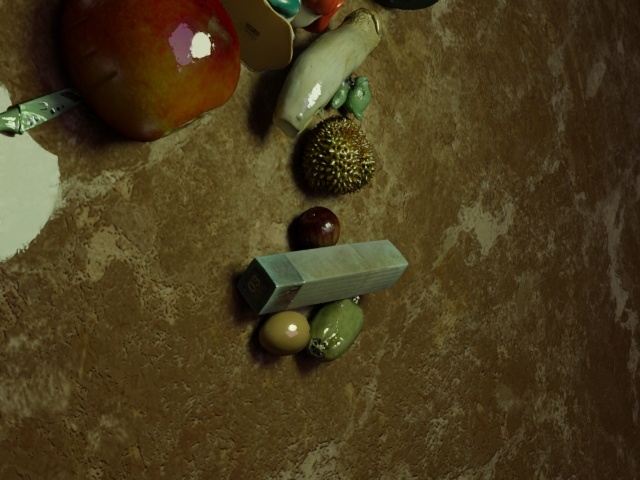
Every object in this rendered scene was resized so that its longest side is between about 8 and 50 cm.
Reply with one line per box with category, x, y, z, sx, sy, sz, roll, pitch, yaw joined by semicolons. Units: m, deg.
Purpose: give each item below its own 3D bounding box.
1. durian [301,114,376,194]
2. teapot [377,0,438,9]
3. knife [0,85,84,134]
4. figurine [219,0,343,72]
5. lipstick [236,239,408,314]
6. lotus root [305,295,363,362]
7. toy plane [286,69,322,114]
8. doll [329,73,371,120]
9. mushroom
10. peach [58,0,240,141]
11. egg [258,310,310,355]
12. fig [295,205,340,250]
durian;0.035;-0.158;1.940;0.158;0.136;0.168;-55;137;-66
teapot;0.224;-0.655;2.184;0.270;0.200;0.337;13;70;-4
knife;-0.434;-0.166;1.432;0.293;0.019;0.043;-38;110;-50
figurine;-0.051;-0.433;1.825;0.257;0.181;0.208;-52;144;-43
lipstick;0.013;0.062;1.873;0.371;0.080;0.076;-6;49;-48
lotus root;0.029;0.159;1.914;0.090;0.077;0.183;46;40;-7
toy plane;-0.029;-0.288;1.950;0.102;0.040;0.111;-48;121;-43
doll;0.046;-0.312;2.032;0.150;0.077;0.115;32;48;-31
mushroom;0.016;-0.321;1.901;0.351;0.095;0.123;-52;159;-40
peach;-0.256;-0.300;1.556;0.275;0.245;0.248;58;12;-12
egg;-0.065;0.165;1.795;0.096;0.080;0.080;-23;102;-44
fig;0.000;0.000;1.916;0.089;0.088;0.125;-56;144;-40
